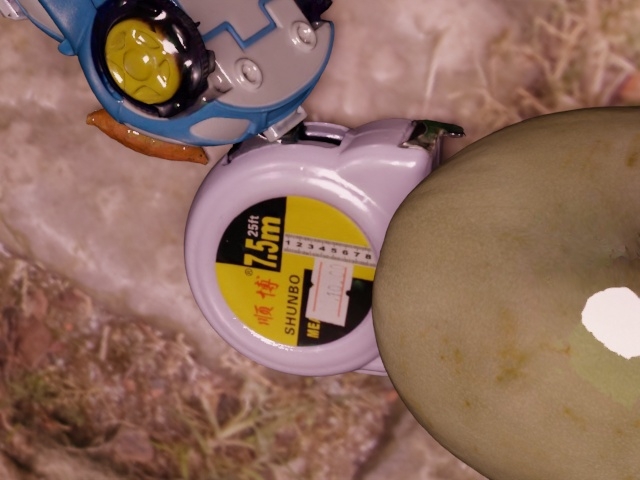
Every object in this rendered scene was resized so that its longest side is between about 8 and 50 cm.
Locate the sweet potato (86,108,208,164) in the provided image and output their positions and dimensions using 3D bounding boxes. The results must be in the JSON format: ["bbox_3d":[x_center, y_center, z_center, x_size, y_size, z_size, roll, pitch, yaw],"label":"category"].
[{"bbox_3d":[-0.124,-0.078,1.117,0.095,0.034,0.034,21,117,-1],"label":"sweet potato"}]

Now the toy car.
[{"bbox_3d":[-0.129,-0.187,0.992,0.166,0.198,0.314,-29,100,42],"label":"toy car"}]

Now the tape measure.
[{"bbox_3d":[-0.003,-0.003,1.068,0.178,0.105,0.196,13,116,7],"label":"tape measure"}]

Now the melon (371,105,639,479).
[{"bbox_3d":[0.186,0.047,0.926,0.307,0.272,0.272,-10,108,6],"label":"melon"}]
